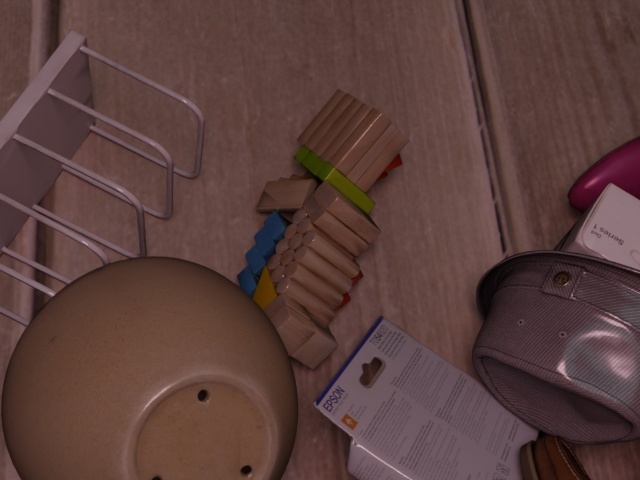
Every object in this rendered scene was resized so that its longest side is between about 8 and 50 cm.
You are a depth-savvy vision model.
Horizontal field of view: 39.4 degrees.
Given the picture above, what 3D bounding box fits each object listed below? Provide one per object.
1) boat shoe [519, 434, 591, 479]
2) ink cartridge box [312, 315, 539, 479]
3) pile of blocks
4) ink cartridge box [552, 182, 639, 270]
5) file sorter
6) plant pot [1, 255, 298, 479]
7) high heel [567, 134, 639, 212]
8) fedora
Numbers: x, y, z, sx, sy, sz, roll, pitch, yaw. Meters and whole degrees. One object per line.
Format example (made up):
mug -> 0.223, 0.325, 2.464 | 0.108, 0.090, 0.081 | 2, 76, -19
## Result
boat shoe -> 0.283, 0.289, 0.817 | 0.104, 0.110, 0.307 | -40, 35, 15
ink cartridge box -> 0.113, 0.198, 0.943 | 0.224, 0.045, 0.223 | 35, 29, 8
pile of blocks -> 0.000, 0.000, 1.066 | 0.112, 0.149, 0.362 | 37, 69, -37
ink cartridge box -> 0.332, 0.055, 1.003 | 0.160, 0.219, 0.093 | 33, 65, 8
file sorter -> -0.271, -0.043, 0.990 | 0.173, 0.193, 0.278 | 28, 65, 2
plant pot -> -0.133, 0.164, 0.817 | 0.284, 0.191, 0.284 | -2, 95, -25
high heel -> 0.499, -0.056, 1.121 | 0.377, 0.127, 0.181 | -16, 58, -18
fedora -> 0.271, 0.130, 0.940 | 0.275, 0.244, 0.124 | 19, 57, 30
